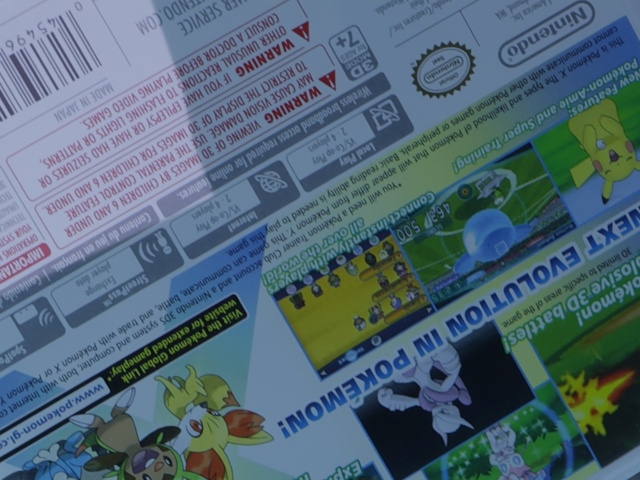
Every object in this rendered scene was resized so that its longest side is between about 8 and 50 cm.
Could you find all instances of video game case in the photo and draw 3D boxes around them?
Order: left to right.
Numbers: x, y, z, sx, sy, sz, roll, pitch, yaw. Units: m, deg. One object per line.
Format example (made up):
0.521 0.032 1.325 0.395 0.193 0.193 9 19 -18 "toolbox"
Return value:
0.000 0.000 0.530 0.329 0.036 0.300 -30 96 -6 "video game case"
